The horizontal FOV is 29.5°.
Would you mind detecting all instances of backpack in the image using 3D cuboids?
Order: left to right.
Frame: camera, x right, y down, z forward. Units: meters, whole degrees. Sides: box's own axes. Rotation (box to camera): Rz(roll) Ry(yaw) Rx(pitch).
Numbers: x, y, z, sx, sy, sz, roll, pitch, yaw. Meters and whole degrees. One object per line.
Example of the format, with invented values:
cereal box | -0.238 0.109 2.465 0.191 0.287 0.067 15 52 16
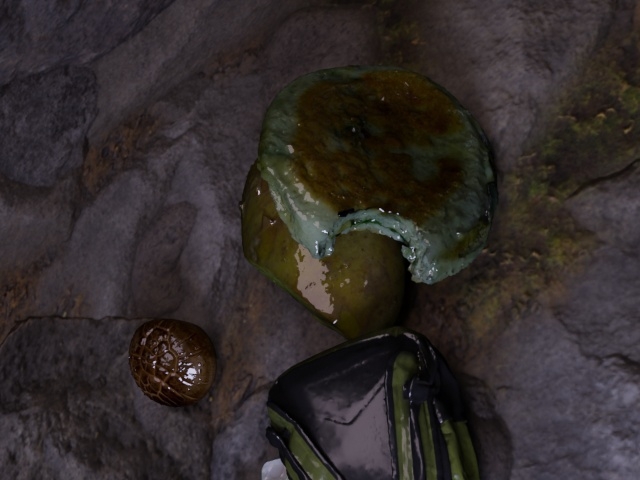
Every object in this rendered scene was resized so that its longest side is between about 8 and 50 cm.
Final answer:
backpack | 0.060 0.224 1.268 0.207 0.140 0.253 -25 68 14

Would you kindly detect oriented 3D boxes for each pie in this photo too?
pie | 0.067 -0.085 1.365 0.067 0.303 0.302 112 148 -49

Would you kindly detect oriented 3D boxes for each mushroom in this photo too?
mushroom | -0.185 0.148 1.507 0.126 0.085 0.109 -15 61 34

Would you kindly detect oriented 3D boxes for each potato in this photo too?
potato | 0.000 0.000 1.419 0.176 0.141 0.298 -33 53 13

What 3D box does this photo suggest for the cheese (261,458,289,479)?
cheese | -0.041 0.346 1.338 0.127 0.050 0.235 -20 58 24
